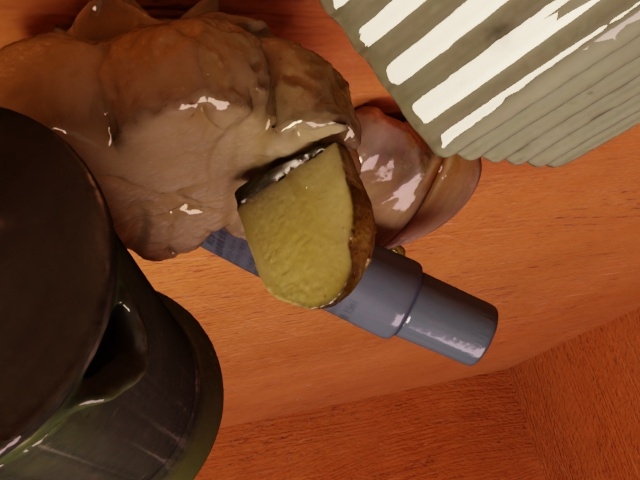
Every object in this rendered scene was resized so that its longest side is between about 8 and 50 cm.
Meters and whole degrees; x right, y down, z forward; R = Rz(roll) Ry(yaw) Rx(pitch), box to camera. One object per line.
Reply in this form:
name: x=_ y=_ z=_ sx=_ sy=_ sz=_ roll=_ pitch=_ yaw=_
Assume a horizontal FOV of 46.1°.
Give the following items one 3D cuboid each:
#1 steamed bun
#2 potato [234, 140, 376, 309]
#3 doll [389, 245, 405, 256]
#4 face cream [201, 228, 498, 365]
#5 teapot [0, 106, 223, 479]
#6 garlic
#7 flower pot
steamed bun: x=-0.125 y=-0.084 z=0.546 sx=0.295 sy=0.137 sz=0.292 roll=-23 pitch=161 yaw=35
potato: x=0.000 y=0.000 z=0.507 sx=0.096 sy=0.103 sz=0.066 roll=-23 pitch=159 yaw=33
doll: x=0.022 y=0.031 z=1.023 sx=0.137 sy=0.097 sz=0.209 roll=-23 pitch=154 yaw=36
face cream: x=-0.005 y=0.022 z=0.771 sx=0.385 sy=0.086 sz=0.136 roll=24 pitch=154 yaw=-2
teapot: x=-0.205 y=0.057 z=0.462 sx=0.270 sy=0.200 sz=0.337 roll=22 pitch=159 yaw=9
garlic: x=0.074 y=-0.047 z=0.835 sx=0.217 sy=0.110 sz=0.228 roll=-6 pitch=158 yaw=-36
flower pot: x=0.125 y=-0.170 z=0.380 sx=0.239 sy=0.209 sz=0.189 roll=-4 pitch=159 yaw=-43
